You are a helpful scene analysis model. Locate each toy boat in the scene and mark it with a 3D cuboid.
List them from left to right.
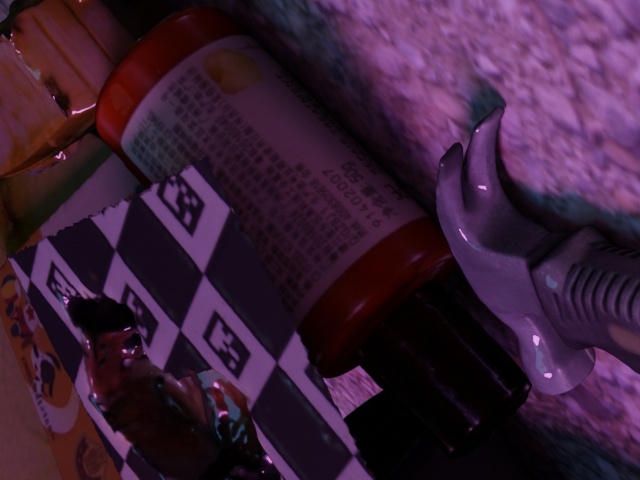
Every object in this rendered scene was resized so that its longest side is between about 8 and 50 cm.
[{"bbox_3d":[-0.171,-0.109,0.852,0.089,0.115,0.310,49,154,-10],"label":"toy boat"}]

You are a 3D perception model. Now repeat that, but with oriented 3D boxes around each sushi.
[{"bbox_3d":[-0.040,0.101,0.727,0.292,0.059,0.294,-15,103,56],"label":"sushi"}]

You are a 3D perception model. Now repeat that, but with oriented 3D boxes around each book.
[{"bbox_3d":[-0.122,0.047,0.897,0.295,0.020,0.208,-39,68,37],"label":"book"}]

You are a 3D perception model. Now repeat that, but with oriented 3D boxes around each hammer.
[{"bbox_3d":[0.133,0.031,0.532,0.226,0.041,0.159,29,155,55],"label":"hammer"}]

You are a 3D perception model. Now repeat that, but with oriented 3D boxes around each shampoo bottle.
[{"bbox_3d":[0.000,0.000,0.709,0.278,0.104,0.104,47,164,16],"label":"shampoo bottle"}]

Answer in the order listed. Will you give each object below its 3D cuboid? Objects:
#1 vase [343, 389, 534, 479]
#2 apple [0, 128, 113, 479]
[{"bbox_3d":[0.124,0.254,0.865,0.321,0.173,0.173,48,165,-12],"label":"vase"},{"bbox_3d":[-0.170,0.092,1.016,0.311,0.320,0.360,80,170,-75],"label":"apple"}]
